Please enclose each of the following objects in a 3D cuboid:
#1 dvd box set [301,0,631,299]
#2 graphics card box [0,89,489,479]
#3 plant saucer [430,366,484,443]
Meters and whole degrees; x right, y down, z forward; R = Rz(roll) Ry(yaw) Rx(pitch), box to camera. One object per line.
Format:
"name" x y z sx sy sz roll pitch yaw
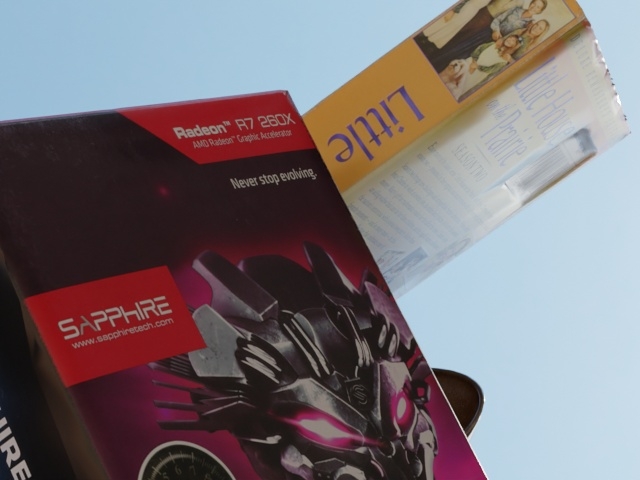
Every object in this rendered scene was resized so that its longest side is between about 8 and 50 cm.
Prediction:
"dvd box set" 0.000 0.000 1.233 0.420 0.062 0.307 -36 -15 7
"graphics card box" -0.034 0.113 0.870 0.233 0.094 0.371 -11 -109 -51
"plant saucer" 0.014 0.140 1.232 0.198 0.198 0.036 -32 -70 -37
